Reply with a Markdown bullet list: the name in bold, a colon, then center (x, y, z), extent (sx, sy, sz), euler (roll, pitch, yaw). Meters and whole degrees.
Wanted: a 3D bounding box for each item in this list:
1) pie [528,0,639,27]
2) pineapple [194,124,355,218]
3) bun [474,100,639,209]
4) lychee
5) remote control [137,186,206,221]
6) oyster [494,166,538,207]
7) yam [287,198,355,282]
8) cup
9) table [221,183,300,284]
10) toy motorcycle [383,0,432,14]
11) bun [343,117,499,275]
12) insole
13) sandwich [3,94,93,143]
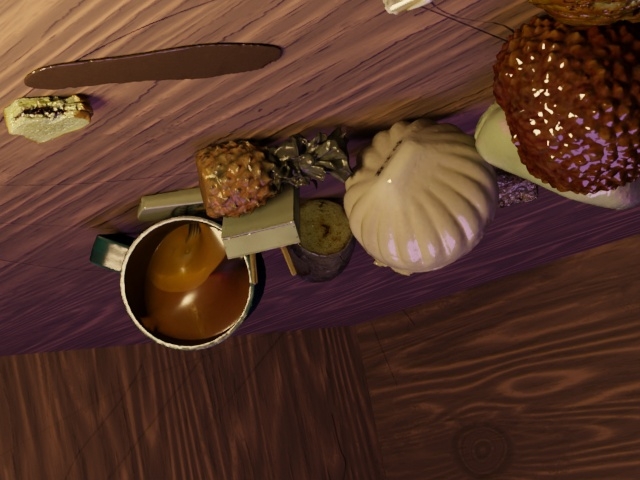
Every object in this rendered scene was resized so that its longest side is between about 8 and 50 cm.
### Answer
- **pie**: center (0.371, -0.318, 1.323), extent (0.288, 0.103, 0.355), euler (-14, 173, 10)
- **pineapple**: center (-0.071, -0.112, 1.889), extent (0.248, 0.128, 0.128), euler (-14, 169, -6)
- **bun**: center (0.391, -0.172, 1.834), extent (0.293, 0.187, 0.293), euler (16, -167, -4)
- **lychee**: center (0.367, -0.192, 1.587), extent (0.267, 0.267, 0.267), euler (-11, 169, -2)
- **remote control**: center (-0.193, -0.071, 2.174), extent (0.285, 0.038, 0.123), euler (-9, 170, -12)
- **oyster**: center (0.313, -0.116, 2.351), extent (0.260, 0.092, 0.198), euler (-2, 162, -29)
- **yam**: center (0.000, 0.000, 2.476), extent (0.154, 0.154, 0.254), euler (-10, 165, -7)
- **cup**: center (-0.258, 0.079, 2.262), extent (0.308, 0.242, 0.292), euler (-12, 180, 5)
- **table**: center (-0.089, -0.028, 1.983), extent (0.121, 0.111, 0.240), euler (-12, -152, 5)
- **toy motorcycle**: center (0.154, -0.306, 1.243), extent (0.229, 0.074, 0.151), euler (-27, 158, 26)
- **bun**: center (0.146, -0.094, 1.900), extent (0.263, 0.263, 0.175), euler (-14, 153, 14)
- **insole**: center (-0.205, -0.218, 1.491), extent (0.328, 0.007, 0.111), euler (-9, 167, -16)
- **sandwich**: center (-0.352, -0.162, 1.545), extent (0.105, 0.035, 0.093), euler (-15, 168, 16)
